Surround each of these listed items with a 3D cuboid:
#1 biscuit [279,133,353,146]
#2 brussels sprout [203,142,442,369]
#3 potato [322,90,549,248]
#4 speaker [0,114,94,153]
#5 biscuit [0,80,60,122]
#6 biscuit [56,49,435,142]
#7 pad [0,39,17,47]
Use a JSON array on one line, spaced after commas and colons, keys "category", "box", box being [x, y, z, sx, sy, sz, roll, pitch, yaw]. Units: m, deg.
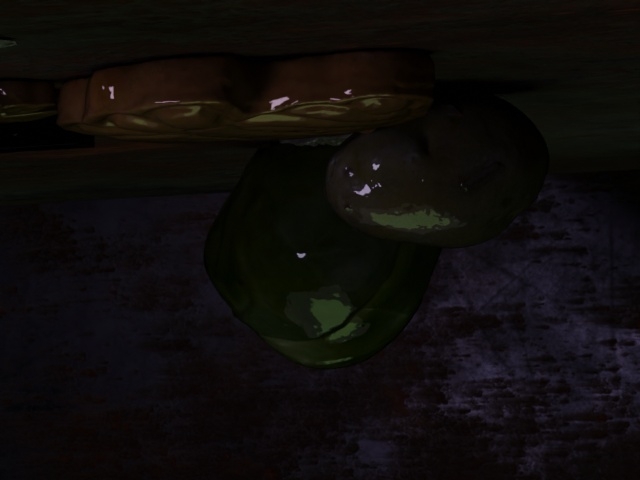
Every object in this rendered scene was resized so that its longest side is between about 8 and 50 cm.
[{"category": "biscuit", "box": [0.084, -0.126, 1.890, 0.250, 0.032, 0.133, -5, 179, 45]}, {"category": "brussels sprout", "box": [0.000, 0.000, 2.215, 0.276, 0.314, 0.371, 23, 176, -20]}, {"category": "potato", "box": [0.111, -0.068, 1.688, 0.235, 0.160, 0.178, -11, 156, -36]}, {"category": "speaker", "box": [-0.319, -0.107, 1.709, 0.191, 0.040, 0.046, -2, 177, 16]}, {"category": "biscuit", "box": [-0.343, -0.115, 1.492, 0.236, 0.040, 0.144, -5, 174, -5]}, {"category": "biscuit", "box": [-0.061, -0.115, 1.482, 0.312, 0.057, 0.351, -3, 180, -25]}, {"category": "pad", "box": [-0.335, -0.132, 1.156, 0.156, 0.004, 0.232, -3, 178, 35]}]
